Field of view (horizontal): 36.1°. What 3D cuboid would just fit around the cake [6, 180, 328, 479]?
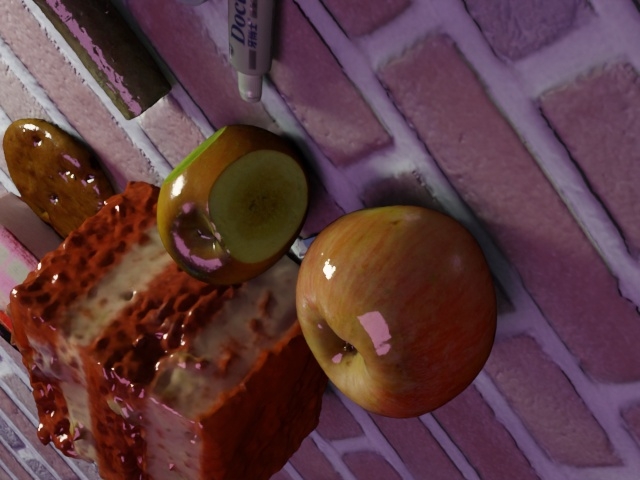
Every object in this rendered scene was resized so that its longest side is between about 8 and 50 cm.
[{"bbox_3d":[-0.169,0.138,1.164,0.319,0.270,0.269,27,140,20],"label":"cake"}]

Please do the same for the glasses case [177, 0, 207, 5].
[{"bbox_3d":[-0.124,-0.295,0.886,0.067,0.045,0.178,29,141,20],"label":"glasses case"}]

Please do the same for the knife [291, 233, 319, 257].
[{"bbox_3d":[0.000,0.000,1.085,0.096,0.010,0.027,-17,112,47],"label":"knife"}]

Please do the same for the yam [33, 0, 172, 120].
[{"bbox_3d":[-0.232,-0.213,1.053,0.068,0.068,0.169,-15,118,49],"label":"yam"}]

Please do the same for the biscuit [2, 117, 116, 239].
[{"bbox_3d":[-0.353,-0.074,1.323,0.212,0.036,0.212,26,139,24],"label":"biscuit"}]

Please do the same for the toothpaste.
[{"bbox_3d":[-0.063,-0.237,0.897,0.067,0.037,0.255,30,137,25],"label":"toothpaste"}]

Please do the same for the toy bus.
[{"bbox_3d":[-0.400,0.072,1.394,0.302,0.127,0.147,40,114,12],"label":"toy bus"}]

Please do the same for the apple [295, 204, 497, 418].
[{"bbox_3d":[0.074,0.063,0.952,0.209,0.164,0.209,36,145,30],"label":"apple"}]

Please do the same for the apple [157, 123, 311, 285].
[{"bbox_3d":[-0.091,-0.032,1.025,0.163,0.147,0.146,-22,110,49],"label":"apple"}]
